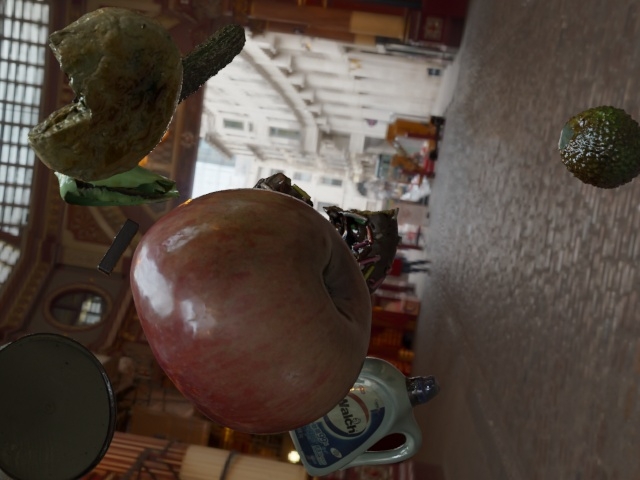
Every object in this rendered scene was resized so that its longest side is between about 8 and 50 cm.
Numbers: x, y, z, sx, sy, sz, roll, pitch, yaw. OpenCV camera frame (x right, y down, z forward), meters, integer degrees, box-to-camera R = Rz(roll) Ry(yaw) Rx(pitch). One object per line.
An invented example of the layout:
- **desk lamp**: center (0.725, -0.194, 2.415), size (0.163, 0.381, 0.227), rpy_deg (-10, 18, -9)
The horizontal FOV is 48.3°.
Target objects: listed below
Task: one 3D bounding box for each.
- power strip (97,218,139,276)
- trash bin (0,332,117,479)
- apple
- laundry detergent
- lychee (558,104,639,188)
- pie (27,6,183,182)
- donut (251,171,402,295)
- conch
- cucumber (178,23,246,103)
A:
- **power strip**: center (-0.372, 0.012, 1.314), size (0.111, 0.029, 0.038), rpy_deg (-62, 11, -19)
- **trash bin**: center (-0.580, 0.334, 1.234), size (0.280, 0.432, 0.280), rpy_deg (31, -133, -40)
- **apple**: center (-0.074, 0.086, 0.950), size (0.344, 0.269, 0.345), rpy_deg (63, -176, -7)
- **laundry detergent**: center (0.086, 0.315, 1.303), size (0.105, 0.281, 0.214), rpy_deg (-61, -47, -73)
- **lychee**: center (0.551, -0.176, 1.373), size (0.171, 0.171, 0.171), rpy_deg (8, -90, -85)
- **pie**: center (-0.360, -0.253, 1.260), size (0.337, 0.075, 0.337), rpy_deg (-39, -29, -27)
- **donut**: center (0.000, 0.024, 1.449), size (0.136, 0.345, 0.259), rpy_deg (-5, 70, 62)
- **conch**: center (-0.447, -0.122, 1.536), size (0.143, 0.251, 0.137), rpy_deg (86, -157, -62)
- **cucumber**: center (-0.294, -0.443, 1.784), size (0.359, 0.096, 0.096), rpy_deg (-50, -26, -40)
